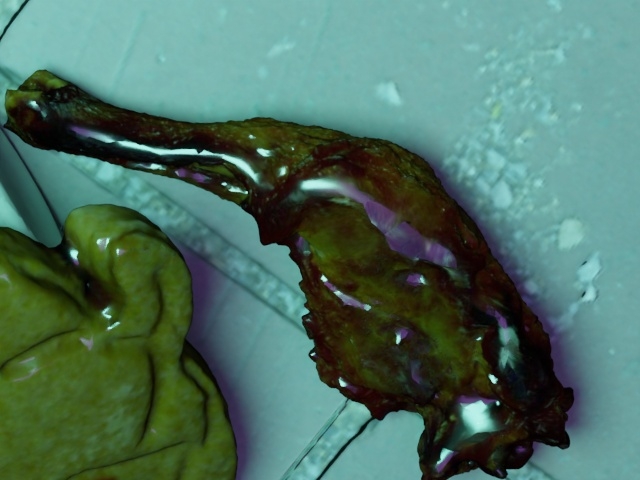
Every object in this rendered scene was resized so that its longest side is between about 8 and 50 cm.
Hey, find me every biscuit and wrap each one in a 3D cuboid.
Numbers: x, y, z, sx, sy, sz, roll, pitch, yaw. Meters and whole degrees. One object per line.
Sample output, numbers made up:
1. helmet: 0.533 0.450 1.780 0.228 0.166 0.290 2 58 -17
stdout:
1. biscuit: -0.202 0.119 1.039 0.350 0.070 0.394 -44 137 18

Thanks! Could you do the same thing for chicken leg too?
1. chicken leg: 0.000 0.000 1.131 0.407 0.096 0.158 35 117 -14

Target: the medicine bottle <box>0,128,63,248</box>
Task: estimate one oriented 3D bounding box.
1. medicine bottle: -0.279 0.027 1.065 0.252 0.144 0.144 -27 109 3
